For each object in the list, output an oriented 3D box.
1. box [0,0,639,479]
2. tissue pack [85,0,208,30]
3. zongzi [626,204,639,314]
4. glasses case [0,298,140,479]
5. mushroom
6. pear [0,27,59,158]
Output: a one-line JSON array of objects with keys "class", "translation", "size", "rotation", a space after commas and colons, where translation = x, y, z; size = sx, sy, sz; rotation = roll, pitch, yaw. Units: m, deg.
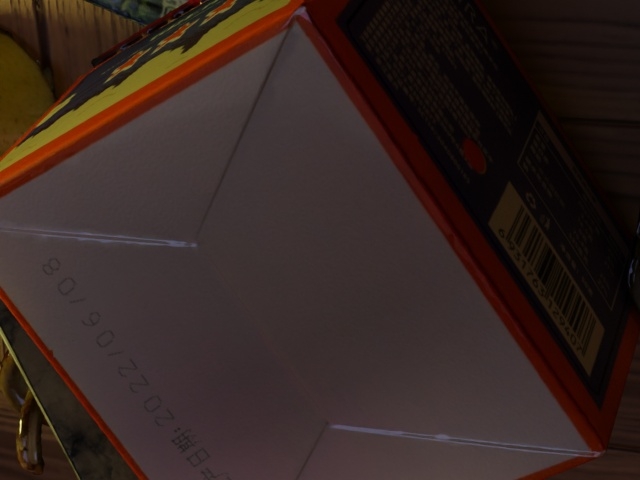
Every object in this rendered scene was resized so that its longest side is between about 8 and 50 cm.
[{"class": "box", "translation": [0.000, 0.000, 1.261], "size": [0.318, 0.257, 0.349], "rotation": [-28, 106, 31]}, {"class": "tissue pack", "translation": [-0.093, -0.267, 1.359], "size": [0.173, 0.073, 0.235], "rotation": [23, 116, 15]}, {"class": "zongzi", "translation": [0.244, -0.109, 1.223], "size": [0.288, 0.134, 0.286], "rotation": [42, 124, 23]}, {"class": "glasses case", "translation": [-0.156, 0.147, 1.487], "size": [0.114, 0.060, 0.299], "rotation": [-28, 77, -12]}, {"class": "mushroom", "translation": [-0.234, 0.136, 1.560], "size": [0.088, 0.073, 0.129], "rotation": [4, 75, 11]}, {"class": "pear", "translation": [-0.353, -0.077, 1.473], "size": [0.267, 0.178, 0.267], "rotation": [-3, 84, 28]}]
